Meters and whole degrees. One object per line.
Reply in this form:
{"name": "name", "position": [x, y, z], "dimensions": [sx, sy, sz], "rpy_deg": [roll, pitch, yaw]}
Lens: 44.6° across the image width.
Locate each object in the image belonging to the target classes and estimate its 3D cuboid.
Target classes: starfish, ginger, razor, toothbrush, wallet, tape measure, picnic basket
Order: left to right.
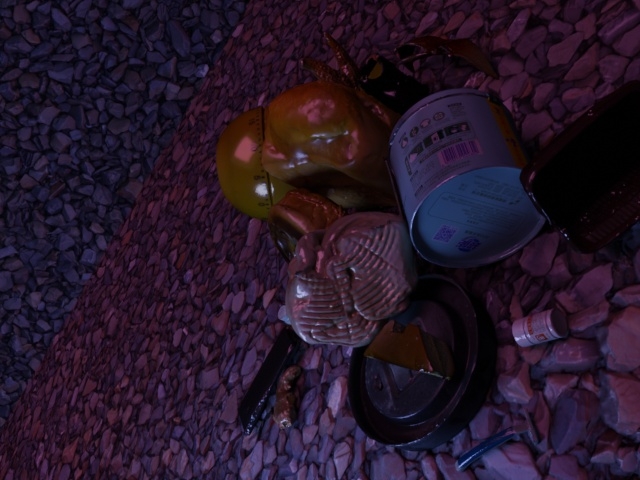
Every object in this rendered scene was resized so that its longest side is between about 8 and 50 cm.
{"name": "wallet", "position": [-0.146, 0.376, 2.119], "dimensions": [0.285, 0.030, 0.146], "rpy_deg": [-62, 16, 5]}
{"name": "ginger", "position": [-0.089, 0.406, 2.020], "dimensions": [0.069, 0.051, 0.174], "rpy_deg": [-26, 49, 39]}
{"name": "starfish", "position": [0.081, -0.389, 2.165], "dimensions": [0.094, 0.326, 0.375], "rpy_deg": [7, 106, 52]}
{"name": "tape measure", "position": [0.191, -0.385, 2.068], "dimensions": [0.112, 0.199, 0.186], "rpy_deg": [-50, -10, -12]}
{"name": "toothbrush", "position": [0.190, -0.058, 1.791], "dimensions": [0.028, 0.294, 0.026], "rpy_deg": [-14, 21, 23]}
{"name": "razor", "position": [0.319, 0.385, 1.462], "dimensions": [0.191, 0.037, 0.068], "rpy_deg": [-40, 39, 31]}
{"name": "picnic basket", "position": [0.506, -0.134, 1.415], "dimensions": [0.297, 0.222, 0.129], "rpy_deg": [-42, 13, 1]}

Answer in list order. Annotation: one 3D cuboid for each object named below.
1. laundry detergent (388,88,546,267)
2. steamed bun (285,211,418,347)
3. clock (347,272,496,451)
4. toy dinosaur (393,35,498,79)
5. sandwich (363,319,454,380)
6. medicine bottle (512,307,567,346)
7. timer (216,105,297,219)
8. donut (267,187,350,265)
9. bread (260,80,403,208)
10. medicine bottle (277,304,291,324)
{"name": "laundry detergent", "position": [0.298, -0.147, 1.649], "dimensions": [0.287, 0.287, 0.305], "rpy_deg": [-42, 38, 30]}
{"name": "steamed bun", "position": [0.068, 0.082, 1.717], "dimensions": [0.319, 0.275, 0.206], "rpy_deg": [-28, 9, 2]}
{"name": "clock", "position": [0.210, 0.260, 1.676], "dimensions": [0.386, 0.076, 0.386], "rpy_deg": [-35, 41, 38]}
{"name": "toy dinosaur", "position": [0.324, -0.469, 2.025], "dimensions": [0.327, 0.113, 0.206], "rpy_deg": [4, 30, 35]}
{"name": "sandwich", "position": [0.186, 0.218, 1.583], "dimensions": [0.244, 0.090, 0.089], "rpy_deg": [4, 74, 59]}
{"name": "medicine bottle", "position": [0.414, 0.165, 1.471], "dimensions": [0.089, 0.057, 0.057], "rpy_deg": [-26, 47, 44]}
{"name": "timer", "position": [-0.101, -0.234, 2.285], "dimensions": [0.386, 0.376, 0.376], "rpy_deg": [-6, 50, 2]}
{"name": "donut", "position": [0.000, 0.000, 1.970], "dimensions": [0.160, 0.330, 0.330], "rpy_deg": [-50, 28, -18]}
{"name": "bread", "position": [0.061, -0.250, 1.926], "dimensions": [0.360, 0.394, 0.250], "rpy_deg": [-3, 72, 42]}
{"name": "medicine bottle", "position": [-0.071, 0.207, 2.107], "dimensions": [0.047, 0.083, 0.047], "rpy_deg": [-34, 44, 40]}
